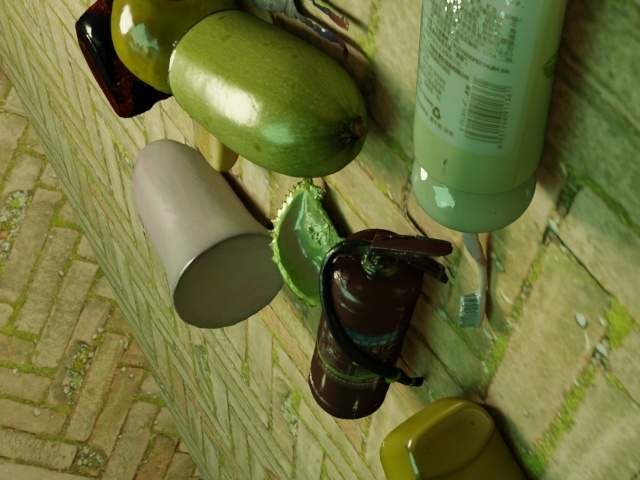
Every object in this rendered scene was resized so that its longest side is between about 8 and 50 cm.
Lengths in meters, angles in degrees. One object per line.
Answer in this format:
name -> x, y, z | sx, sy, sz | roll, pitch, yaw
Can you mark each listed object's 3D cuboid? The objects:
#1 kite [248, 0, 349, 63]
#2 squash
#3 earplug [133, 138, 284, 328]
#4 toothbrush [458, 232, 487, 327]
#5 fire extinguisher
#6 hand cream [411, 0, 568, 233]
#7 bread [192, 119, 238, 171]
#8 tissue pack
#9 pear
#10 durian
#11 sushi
kite -> -0.034, -0.252, 1.054 | 0.245, 0.015, 0.141 | 49, 159, 44
squash -> -0.043, -0.133, 1.064 | 0.247, 0.132, 0.132 | 39, 151, 51
earplug -> -0.184, -0.040, 1.556 | 0.301, 0.172, 0.172 | 55, 161, 38
toothbrush -> 0.132, -0.012, 0.938 | 0.269, 0.027, 0.021 | 84, 165, -45
fire extinguisher -> 0.060, 0.086, 1.160 | 0.341, 0.141, 0.105 | 101, 180, -58
hand cream -> 0.108, -0.133, 0.727 | 0.147, 0.093, 0.306 | 54, 159, 38
bread -> -0.124, -0.146, 1.383 | 0.082, 0.056, 0.115 | 47, 150, 38
tissue pack -> 0.142, 0.257, 1.134 | 0.178, 0.123, 0.127 | 60, 158, 4
pear -> -0.159, -0.234, 1.212 | 0.149, 0.149, 0.162 | 56, 157, 16
durian -> 0.000, 0.000, 1.271 | 0.100, 0.086, 0.215 | -23, 100, 38
sushi -> -0.242, -0.256, 1.451 | 0.136, 0.126, 0.225 | 58, 167, 8
